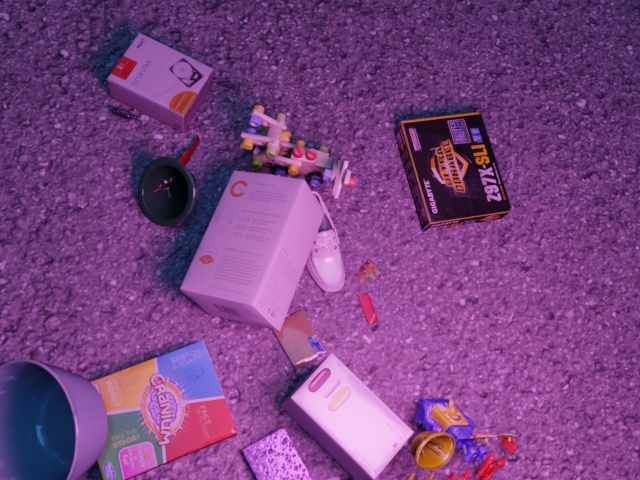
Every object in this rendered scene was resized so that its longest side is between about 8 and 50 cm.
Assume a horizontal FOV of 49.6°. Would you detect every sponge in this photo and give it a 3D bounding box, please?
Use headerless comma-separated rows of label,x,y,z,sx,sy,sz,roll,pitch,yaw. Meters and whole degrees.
sponge,-0.089,0.567,1.659,0.117,0.031,0.210,-26,78,-18

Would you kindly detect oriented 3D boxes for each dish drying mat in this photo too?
dish drying mat,0.128,0.182,1.850,0.032,0.008,0.083,-16,74,-15

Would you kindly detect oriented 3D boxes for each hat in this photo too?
hat,-0.364,-0.149,1.869,0.173,0.183,0.209,38,110,11

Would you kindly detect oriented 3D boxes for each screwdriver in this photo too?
screwdriver,-0.491,-0.333,1.915,0.169,0.024,0.025,16,39,-12

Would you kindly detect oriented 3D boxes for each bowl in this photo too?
bowl,-0.589,0.410,1.513,0.311,0.163,0.312,-2,84,25

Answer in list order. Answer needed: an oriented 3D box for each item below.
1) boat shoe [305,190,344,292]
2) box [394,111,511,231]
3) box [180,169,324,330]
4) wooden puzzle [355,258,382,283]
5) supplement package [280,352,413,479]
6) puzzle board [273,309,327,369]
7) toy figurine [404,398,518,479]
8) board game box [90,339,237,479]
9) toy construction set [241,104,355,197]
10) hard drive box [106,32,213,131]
boat shoe,0.000,0.000,1.843,0.098,0.096,0.277,-14,73,-15
box,0.380,-0.202,2.000,0.257,0.079,0.322,-8,72,-15
box,-0.161,0.021,1.726,0.214,0.168,0.346,10,66,26
wooden puzzle,0.136,0.084,1.887,0.049,0.006,0.083,40,68,5
supplement package,0.055,0.423,1.644,0.262,0.204,0.145,43,69,6
puzzle board,-0.056,0.255,1.788,0.096,0.011,0.128,-28,78,-20
toy figurine,0.281,0.475,1.692,0.362,0.191,0.217,10,24,-39
board game box,-0.386,0.405,1.642,0.316,0.064,0.242,-19,75,-16
toy construction set,-0.053,-0.227,1.851,0.327,0.215,0.151,28,68,0
hard drive box,-0.441,-0.437,1.922,0.232,0.089,0.181,25,67,-1
